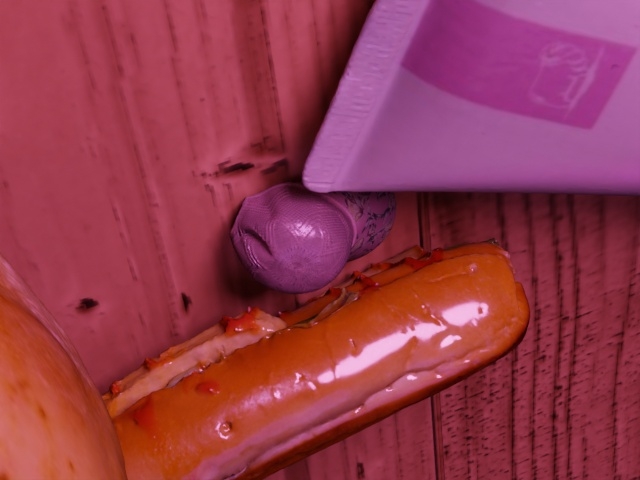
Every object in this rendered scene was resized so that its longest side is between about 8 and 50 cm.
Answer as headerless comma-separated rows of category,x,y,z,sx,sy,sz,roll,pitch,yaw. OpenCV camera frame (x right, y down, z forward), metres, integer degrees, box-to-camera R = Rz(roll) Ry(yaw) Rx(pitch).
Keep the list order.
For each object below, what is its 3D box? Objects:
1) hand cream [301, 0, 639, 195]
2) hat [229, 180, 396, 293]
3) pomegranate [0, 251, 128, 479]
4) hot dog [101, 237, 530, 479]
hand cream,0.181,-0.080,0.707,0.359,0.118,0.185,1,137,-25
hat,0.003,0.001,0.731,0.087,0.042,0.058,8,130,-38
pomegranate,-0.218,0.084,0.469,0.333,0.332,0.332,-17,141,-15
hot dog,-0.021,0.065,0.761,0.250,0.076,0.104,-24,-178,-3
